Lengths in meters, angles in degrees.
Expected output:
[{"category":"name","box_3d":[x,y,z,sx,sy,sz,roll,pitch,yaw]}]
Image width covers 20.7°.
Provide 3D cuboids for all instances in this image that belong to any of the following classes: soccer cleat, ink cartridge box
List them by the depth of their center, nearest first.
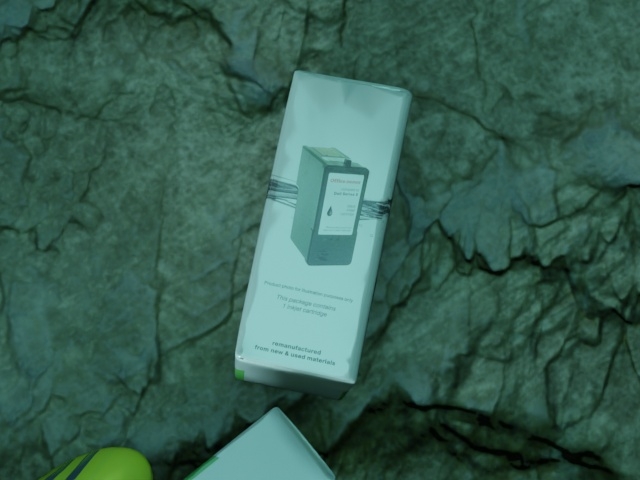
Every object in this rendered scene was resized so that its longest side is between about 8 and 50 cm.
[{"category":"ink cartridge box","box_3d":[-0.073,0.239,1.596,0.153,0.208,0.087,-38,82,-10]},{"category":"soccer cleat","box_3d":[-0.285,0.278,1.617,0.289,0.121,0.093,-25,83,-8]},{"category":"ink cartridge box","box_3d":[0.000,0.000,1.645,0.115,0.198,0.273,12,79,-1]}]
